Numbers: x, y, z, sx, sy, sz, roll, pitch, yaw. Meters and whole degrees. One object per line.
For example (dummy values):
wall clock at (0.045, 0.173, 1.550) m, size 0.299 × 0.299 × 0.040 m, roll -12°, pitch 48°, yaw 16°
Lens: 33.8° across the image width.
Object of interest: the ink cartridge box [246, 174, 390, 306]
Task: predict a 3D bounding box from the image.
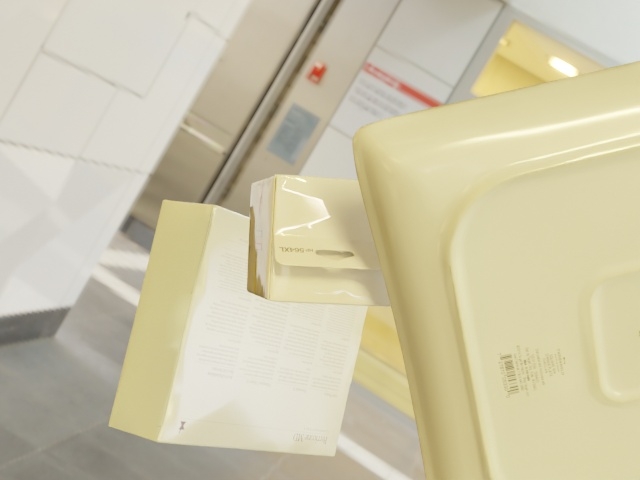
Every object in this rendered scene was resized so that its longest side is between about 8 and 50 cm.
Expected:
ink cartridge box at (0.000, 0.000, 0.782) m, size 0.092 × 0.090 × 0.143 m, roll 3°, pitch 0°, yaw -12°

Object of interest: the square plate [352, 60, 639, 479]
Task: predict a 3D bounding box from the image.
square plate at (0.222, 0.051, 0.702) m, size 0.049 × 0.343 × 0.347 m, roll -102°, pitch 178°, yaw -67°

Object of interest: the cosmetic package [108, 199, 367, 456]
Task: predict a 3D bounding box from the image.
cosmetic package at (-0.085, 0.129, 1.387) m, size 0.097 × 0.285 × 0.377 m, roll 6°, pitch -9°, yaw 36°
